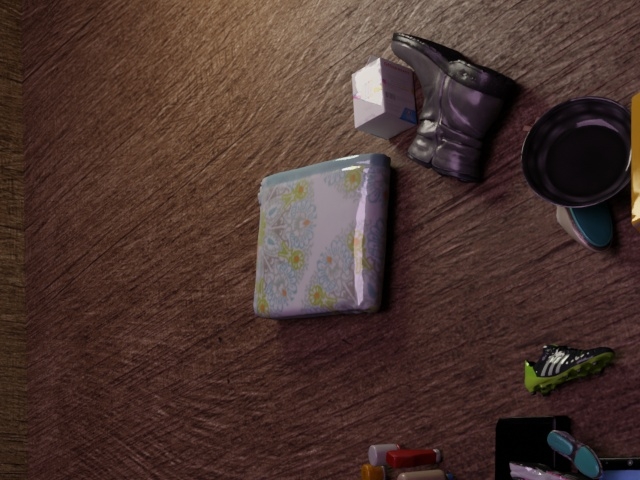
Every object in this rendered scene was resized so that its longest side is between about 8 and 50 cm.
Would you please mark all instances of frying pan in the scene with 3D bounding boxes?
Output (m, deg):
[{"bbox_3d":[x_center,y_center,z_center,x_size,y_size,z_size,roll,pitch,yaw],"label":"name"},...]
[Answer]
[{"bbox_3d":[0.470,-0.180,1.825,0.326,0.053,0.197,-40,56,7],"label":"frying pan"}]

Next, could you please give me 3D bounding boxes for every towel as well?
[{"bbox_3d":[0.000,0.000,2.367,0.374,0.090,0.320,-10,75,49],"label":"towel"}]

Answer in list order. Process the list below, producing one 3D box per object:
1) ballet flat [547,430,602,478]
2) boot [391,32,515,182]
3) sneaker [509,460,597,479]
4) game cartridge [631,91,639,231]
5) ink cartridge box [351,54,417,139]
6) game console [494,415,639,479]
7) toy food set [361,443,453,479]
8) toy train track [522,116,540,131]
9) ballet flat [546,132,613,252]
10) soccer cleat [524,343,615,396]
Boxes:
[{"bbox_3d":[0.400,0.327,1.755,0.114,0.041,0.041,36,107,49],"label":"ballet flat"},{"bbox_3d":[0.208,-0.255,2.174,0.338,0.118,0.223,43,118,52],"label":"boot"},{"bbox_3d":[0.363,0.394,1.765,0.178,0.072,0.077,0,84,62],"label":"sneaker"},{"bbox_3d":[0.569,-0.181,1.581,0.323,0.052,0.285,-35,29,41],"label":"game cartridge"},{"bbox_3d":[0.127,-0.292,2.294,0.090,0.092,0.143,-26,59,45],"label":"ink cartridge box"},{"bbox_3d":[0.417,0.377,1.782,0.361,0.044,0.213,-13,70,47],"label":"game console"},{"bbox_3d":[0.165,0.429,2.055,0.232,0.104,0.111,-164,75,-69],"label":"toy food set"},{"bbox_3d":[0.393,-0.190,2.005,0.083,0.014,0.048,18,86,45],"label":"toy train track"},{"bbox_3d":[0.420,-0.075,1.898,0.086,0.086,0.248,-35,52,39],"label":"ballet flat"},{"bbox_3d":[0.397,0.195,1.849,0.179,0.060,0.072,-33,54,44],"label":"soccer cleat"}]
